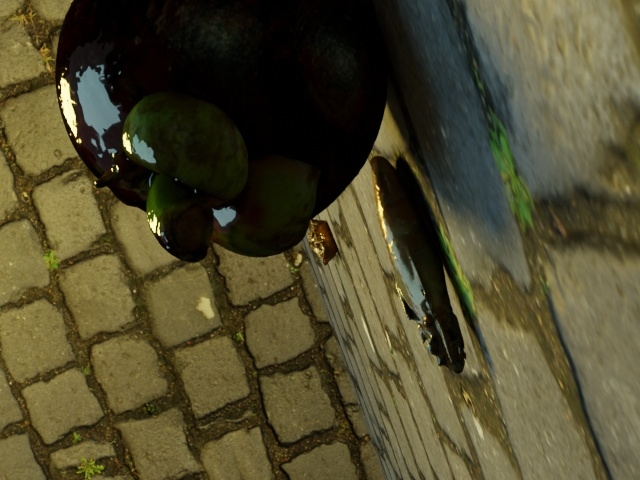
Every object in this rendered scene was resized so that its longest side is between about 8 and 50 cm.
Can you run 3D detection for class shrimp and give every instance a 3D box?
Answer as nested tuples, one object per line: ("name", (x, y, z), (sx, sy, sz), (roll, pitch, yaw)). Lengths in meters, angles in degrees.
("shrimp", (0.102, 0.026, 0.996), (0.143, 0.052, 0.251), (54, -159, -65))

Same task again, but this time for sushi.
("sushi", (0.000, 0.002, 2.167), (0.061, 0.060, 0.118), (85, 165, -55))

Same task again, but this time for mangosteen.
("mangosteen", (-0.098, -0.113, 0.874), (0.306, 0.306, 0.359), (77, -157, -61))
